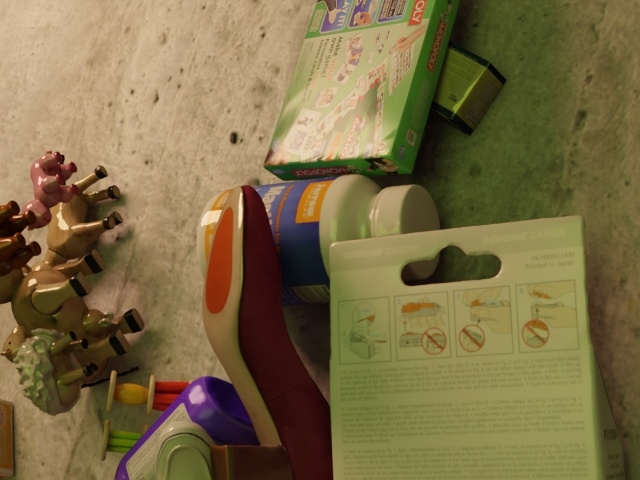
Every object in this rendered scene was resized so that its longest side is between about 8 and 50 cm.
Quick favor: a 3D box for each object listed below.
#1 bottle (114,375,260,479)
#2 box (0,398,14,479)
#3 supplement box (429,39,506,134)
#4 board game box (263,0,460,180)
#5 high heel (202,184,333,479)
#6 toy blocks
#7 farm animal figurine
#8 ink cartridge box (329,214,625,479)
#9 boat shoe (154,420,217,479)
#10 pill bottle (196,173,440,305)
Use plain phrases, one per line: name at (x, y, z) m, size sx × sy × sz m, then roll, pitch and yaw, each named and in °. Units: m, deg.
bottle at (-0.190, 0.293, 1.595) m, size 0.283 × 0.118 × 0.092 m, roll -47°, pitch 40°, yaw 16°
box at (-0.540, 0.291, 1.817) m, size 0.203 × 0.103 × 0.114 m, roll -17°, pitch 66°, yaw 25°
supplement box at (0.165, -0.189, 1.585) m, size 0.083 × 0.056 × 0.083 m, roll 34°, pitch 92°, yaw 35°
board game box at (0.060, -0.228, 1.617) m, size 0.213 × 0.046 × 0.317 m, roll 0°, pitch 65°, yaw 42°
high heel at (-0.036, 0.126, 1.502) m, size 0.127 × 0.181 × 0.377 m, roll -178°, pitch 88°, yaw -66°
toy blocks at (-0.199, 0.231, 1.644) m, size 0.148 × 0.054 × 0.123 m, roll 7°, pitch 108°, yaw -7°
farm animal figurine at (-0.369, 0.056, 1.732) m, size 0.172 × 0.330 × 0.327 m, roll -25°, pitch 91°, yaw 19°
ink cartridge box at (0.163, 0.182, 1.402) m, size 0.308 × 0.091 × 0.385 m, roll -7°, pitch 80°, yaw 28°
boat shoe at (-0.142, 0.319, 1.515) m, size 0.083 × 0.226 × 0.076 m, roll -11°, pitch 29°, yaw -2°
pill bottle at (0.000, 0.000, 1.563) m, size 0.272 × 0.152 × 0.152 m, roll -6°, pitch 71°, yaw 30°
